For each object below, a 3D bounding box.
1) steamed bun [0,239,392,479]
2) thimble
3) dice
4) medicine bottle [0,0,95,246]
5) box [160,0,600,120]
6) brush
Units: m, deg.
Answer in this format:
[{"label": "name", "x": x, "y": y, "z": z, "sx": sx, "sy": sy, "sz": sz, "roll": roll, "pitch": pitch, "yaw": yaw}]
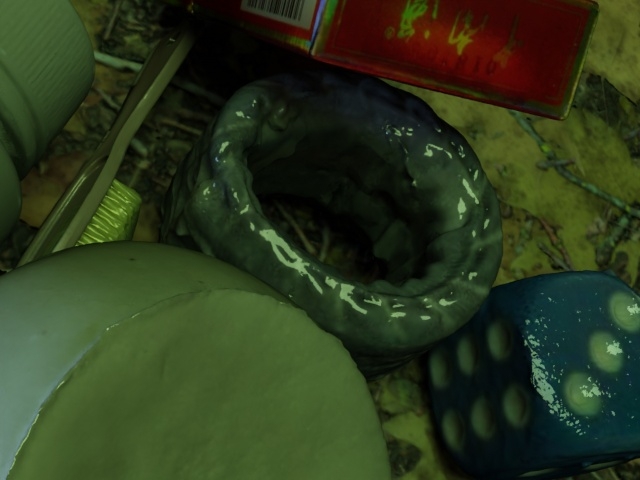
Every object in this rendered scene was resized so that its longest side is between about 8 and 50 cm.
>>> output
[{"label": "steamed bun", "x": -0.120, "y": 0.158, "z": 0.640, "sx": 0.324, "sy": 0.206, "sz": 0.324, "roll": 4, "pitch": 84, "yaw": -46}, {"label": "thimble", "x": 0.000, "y": 0.000, "z": 0.805, "sx": 0.236, "sy": 0.172, "sz": 0.205, "roll": 11, "pitch": 62, "yaw": -22}, {"label": "dice", "x": 0.178, "y": 0.110, "z": 0.851, "sx": 0.146, "sy": 0.143, "sz": 0.146, "roll": -1, "pitch": 68, "yaw": -28}, {"label": "medicine bottle", "x": -0.298, "y": -0.032, "z": 0.661, "sx": 0.208, "sy": 0.208, "sz": 0.339, "roll": 34, "pitch": 59, "yaw": -7}, {"label": "box", "x": 0.024, "y": -0.174, "z": 0.803, "sx": 0.197, "sy": 0.313, "sz": 0.089, "roll": 8, "pitch": 104, "yaw": -28}, {"label": "brush", "x": -0.151, "y": -0.049, "z": 0.828, "sx": 0.067, "sy": 0.072, "sz": 0.313, "roll": 43, "pitch": 52, "yaw": -29}]
